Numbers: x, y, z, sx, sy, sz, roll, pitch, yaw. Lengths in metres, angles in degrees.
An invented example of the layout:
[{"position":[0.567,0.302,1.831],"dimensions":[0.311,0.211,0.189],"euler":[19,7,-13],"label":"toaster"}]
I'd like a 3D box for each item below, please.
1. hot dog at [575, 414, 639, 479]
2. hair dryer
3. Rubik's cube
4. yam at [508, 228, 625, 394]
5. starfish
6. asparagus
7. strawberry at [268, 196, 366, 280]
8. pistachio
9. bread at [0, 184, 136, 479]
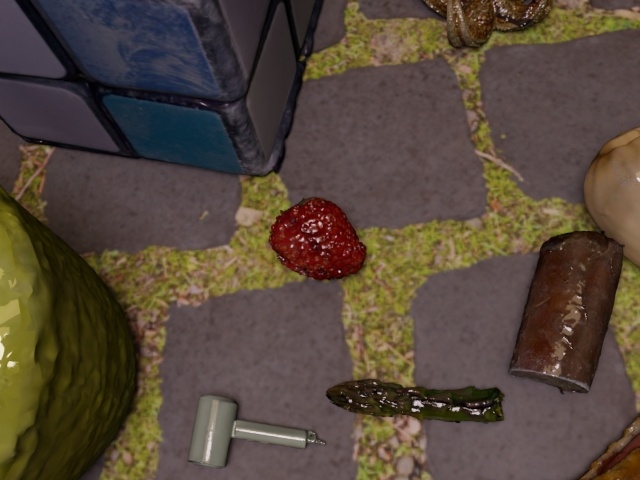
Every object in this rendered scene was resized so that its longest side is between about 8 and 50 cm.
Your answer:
[{"position":[0.303,0.178,0.621],"dimensions":[0.289,0.068,0.083],"euler":[-37,76,-9],"label":"hot dog"},{"position":[-0.057,0.184,0.684],"dimensions":[0.124,0.038,0.063],"euler":[8,71,2],"label":"hair dryer"},{"position":[-0.183,-0.278,0.726],"dimensions":[0.318,0.313,0.316],"euler":[9,70,9],"label":"Rubik's cube"},{"position":[0.225,0.065,0.671],"dimensions":[0.079,0.079,0.141],"euler":[16,72,13],"label":"yam"},{"position":[0.194,-0.297,0.815],"dimensions":[0.190,0.074,0.146],"euler":[-21,69,-1],"label":"starfish"},{"position":[0.086,0.147,0.679],"dimensions":[0.165,0.030,0.036],"euler":[4,93,7],"label":"asparagus"},{"position":[0.000,0.000,0.726],"dimensions":[0.096,0.083,0.083],"euler":[26,74,9],"label":"strawberry"},{"position":[0.343,-0.037,0.679],"dimensions":[0.200,0.117,0.145],"euler":[16,108,2],"label":"pistachio"},{"position":[-0.342,0.106,0.600],"dimensions":[0.348,0.308,0.348],"euler":[-1,75,4],"label":"bread"}]
